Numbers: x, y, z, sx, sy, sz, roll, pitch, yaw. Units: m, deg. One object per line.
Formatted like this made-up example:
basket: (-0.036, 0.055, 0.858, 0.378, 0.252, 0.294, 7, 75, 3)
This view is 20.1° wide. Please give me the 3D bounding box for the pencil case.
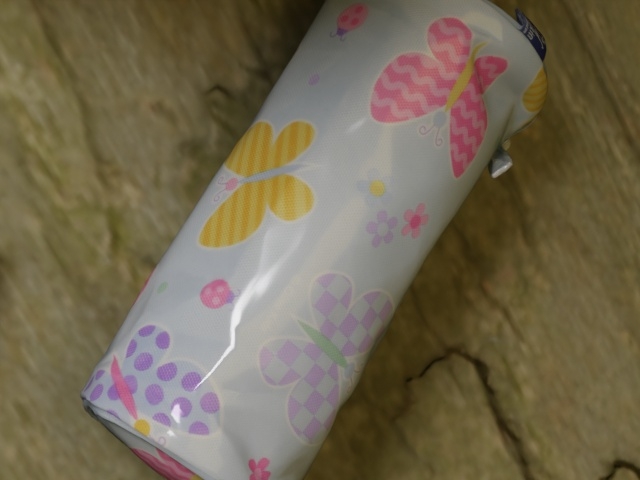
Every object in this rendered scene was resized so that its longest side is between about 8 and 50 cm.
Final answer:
pencil case: (0.000, 0.000, 0.860, 0.273, 0.113, 0.124, -57, 138, -11)
